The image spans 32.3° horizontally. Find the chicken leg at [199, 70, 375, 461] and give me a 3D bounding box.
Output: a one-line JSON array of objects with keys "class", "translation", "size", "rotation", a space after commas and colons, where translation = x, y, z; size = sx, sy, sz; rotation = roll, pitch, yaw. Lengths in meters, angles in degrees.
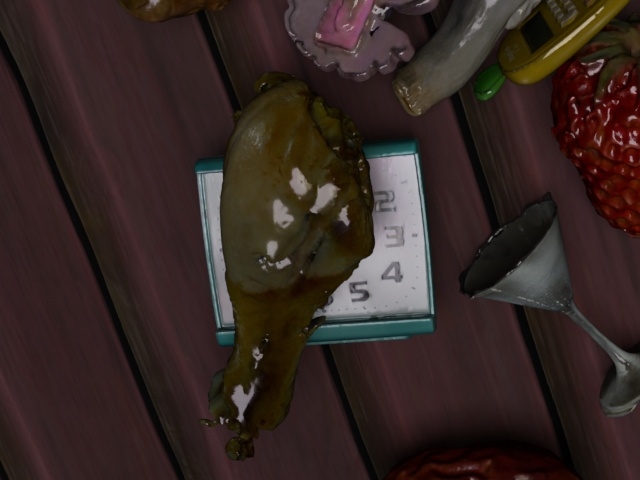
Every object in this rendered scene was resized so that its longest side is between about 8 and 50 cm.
[{"class": "chicken leg", "translation": [-0.050, 0.040, 1.195], "size": [0.201, 0.152, 0.429], "rotation": [20, 112, 18]}]

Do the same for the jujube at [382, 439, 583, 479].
[{"class": "jujube", "translation": [0.195, 0.321, 1.322], "size": [0.250, 0.174, 0.174], "rotation": [-1, 107, 18]}]

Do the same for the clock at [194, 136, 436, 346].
[{"class": "clock", "translation": [0.000, 0.000, 1.296], "size": [0.262, 0.116, 0.231], "rotation": [-5, 101, 10]}]

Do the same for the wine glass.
[{"class": "wine glass", "translation": [0.288, 0.082, 1.252], "size": [0.232, 0.156, 0.156], "rotation": [42, 109, -10]}]

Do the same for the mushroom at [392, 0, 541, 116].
[{"class": "mushroom", "translation": [0.169, -0.251, 1.188], "size": [0.096, 0.099, 0.278], "rotation": [48, 117, 35]}]

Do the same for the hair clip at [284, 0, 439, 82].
[{"class": "hair clip", "translation": [0.061, -0.323, 1.188], "size": [0.173, 0.069, 0.300], "rotation": [23, 104, 31]}]

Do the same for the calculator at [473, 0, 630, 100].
[{"class": "calculator", "translation": [0.254, -0.228, 1.157], "size": [0.235, 0.146, 0.032], "rotation": [-41, 108, 19]}]

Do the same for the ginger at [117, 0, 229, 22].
[{"class": "ginger", "translation": [-0.087, -0.348, 1.162], "size": [0.321, 0.172, 0.165], "rotation": [-20, 138, 28]}]

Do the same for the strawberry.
[{"class": "strawberry", "translation": [0.347, -0.104, 1.171], "size": [0.205, 0.205, 0.244], "rotation": [-1, 127, 10]}]
